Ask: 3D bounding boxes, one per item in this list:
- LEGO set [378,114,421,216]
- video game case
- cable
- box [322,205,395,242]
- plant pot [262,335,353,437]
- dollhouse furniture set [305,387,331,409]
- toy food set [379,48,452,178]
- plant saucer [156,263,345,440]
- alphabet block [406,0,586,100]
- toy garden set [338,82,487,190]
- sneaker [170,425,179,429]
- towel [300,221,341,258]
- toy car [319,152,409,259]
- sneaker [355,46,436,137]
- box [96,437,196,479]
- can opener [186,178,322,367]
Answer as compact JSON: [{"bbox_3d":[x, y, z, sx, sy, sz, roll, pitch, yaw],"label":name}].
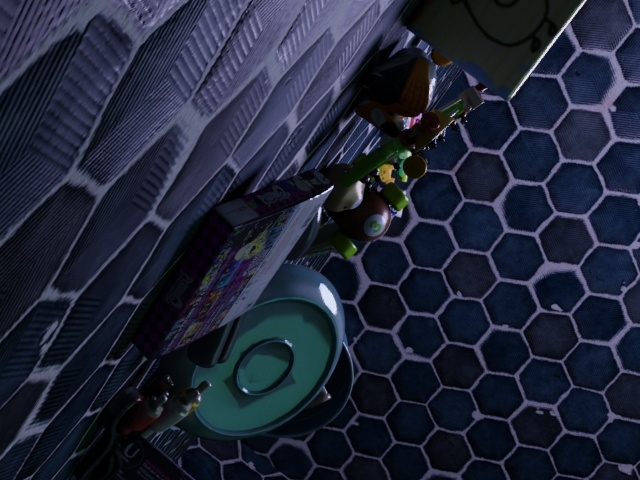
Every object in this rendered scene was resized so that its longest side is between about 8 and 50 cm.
[{"bbox_3d":[0.129,-0.170,2.412,0.087,0.093,0.227,33,-64,60],"label":"LEGO set"},{"bbox_3d":[-0.104,0.028,1.407,0.210,0.042,0.232,-27,157,-53],"label":"video game case"},{"bbox_3d":[-0.279,0.288,1.663,0.139,0.072,0.287,-5,142,-54],"label":"cable"},{"bbox_3d":[0.072,-0.063,2.299,0.072,0.137,0.126,-55,176,6],"label":"box"},{"bbox_3d":[-0.072,0.203,2.283,0.271,0.272,0.255,-54,-168,19],"label":"plant pot"},{"bbox_3d":[-0.125,0.208,1.904,0.242,0.212,0.161,-25,173,-9],"label":"dollhouse furniture set"},{"bbox_3d":[0.158,-0.223,1.969,0.104,0.111,0.232,-68,168,-83],"label":"toy food set"},{"bbox_3d":[-0.090,0.181,1.748,0.318,0.044,0.317,-19,129,-25],"label":"plant saucer"},{"bbox_3d":[0.268,-0.342,1.716,0.197,0.192,0.193,-55,178,17],"label":"alphabet block"},{"bbox_3d":[0.169,-0.162,1.762,0.244,0.049,0.204,-33,179,-37],"label":"toy garden set"},{"bbox_3d":[-0.258,0.295,1.997,0.069,0.098,0.038,113,-28,-53],"label":"sneaker"},{"bbox_3d":[0.000,0.000,2.389,0.148,0.027,0.110,-15,-157,35],"label":"towel"},{"bbox_3d":[0.049,-0.076,2.007,0.155,0.149,0.188,-43,165,-1],"label":"toy car"},{"bbox_3d":[0.122,-0.243,1.706,0.121,0.099,0.262,-60,-175,-11],"label":"sneaker"},{"bbox_3d":[-0.310,0.427,1.958,0.142,0.163,0.247,-50,176,-21],"label":"box"},{"bbox_3d":[-0.086,0.052,1.579,0.283,0.095,0.076,-67,162,12],"label":"can opener"}]
